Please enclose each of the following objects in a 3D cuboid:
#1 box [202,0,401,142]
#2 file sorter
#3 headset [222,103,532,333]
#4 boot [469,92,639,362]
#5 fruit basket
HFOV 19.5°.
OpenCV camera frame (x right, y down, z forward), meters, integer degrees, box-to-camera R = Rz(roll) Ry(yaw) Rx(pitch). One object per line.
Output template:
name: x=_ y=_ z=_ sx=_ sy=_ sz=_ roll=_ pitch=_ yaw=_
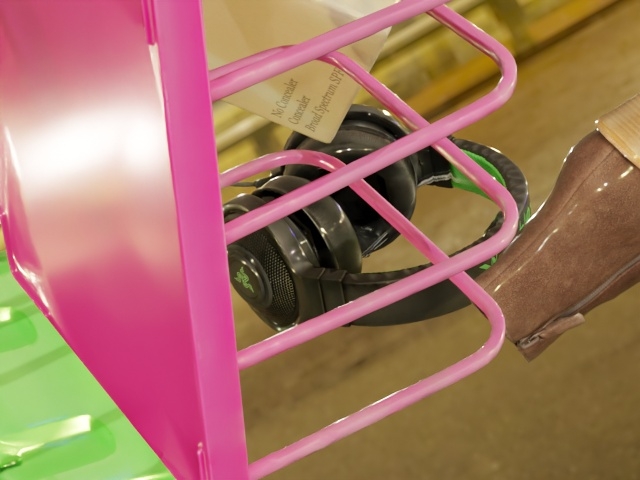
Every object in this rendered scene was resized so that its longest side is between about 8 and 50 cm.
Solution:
box: x=-0.104 y=-0.185 z=0.998 sx=0.148 sy=0.311 sz=0.121 roll=118 pitch=173 yaw=-65
file sorter: x=-0.030 y=-0.074 z=0.791 sx=0.182 sy=0.291 sz=0.202 roll=-25 pitch=45 yaw=-23
headset: x=0.000 y=0.000 z=1.680 sx=0.394 sy=0.185 sz=0.243 roll=9 pitch=37 yaw=27
boot: x=0.201 y=-0.003 z=1.242 sx=0.207 sy=0.090 sz=0.248 roll=-46 pitch=-28 yaw=4
fruit basket: x=-0.260 y=0.186 z=1.349 sx=0.392 sy=0.283 sz=0.392 roll=-35 pitch=-17 yaw=-12
